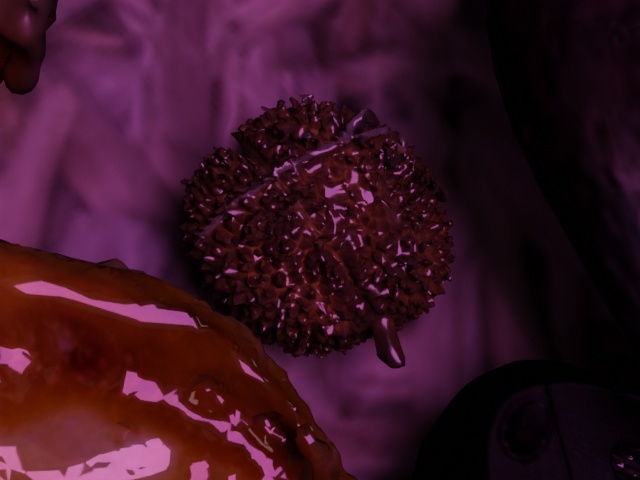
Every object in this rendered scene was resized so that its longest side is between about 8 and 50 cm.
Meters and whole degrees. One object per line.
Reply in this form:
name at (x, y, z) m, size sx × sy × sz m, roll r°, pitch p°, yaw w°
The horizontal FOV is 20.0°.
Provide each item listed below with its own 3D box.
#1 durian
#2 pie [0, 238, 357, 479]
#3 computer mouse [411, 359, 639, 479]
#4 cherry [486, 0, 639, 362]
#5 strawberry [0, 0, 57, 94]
durian at (0.000, 0.000, 0.538) m, size 0.080 × 0.080 × 0.091 m, roll -14°, pitch 66°, yaw -26°
pie at (-0.124, 0.139, 0.457) m, size 0.315 × 0.092 × 0.315 m, roll 2°, pitch 85°, yaw -22°
computer mouse at (0.084, 0.139, 0.514) m, size 0.137 × 0.096 × 0.233 m, roll 17°, pitch 37°, yaw -15°
cherry at (0.171, -0.050, 0.542) m, size 0.255 × 0.218 × 0.296 m, roll -12°, pitch 81°, yaw -58°
strawberry at (-0.174, -0.115, 0.448) m, size 0.236 × 0.190 × 0.111 m, roll 4°, pitch 54°, yaw -3°
